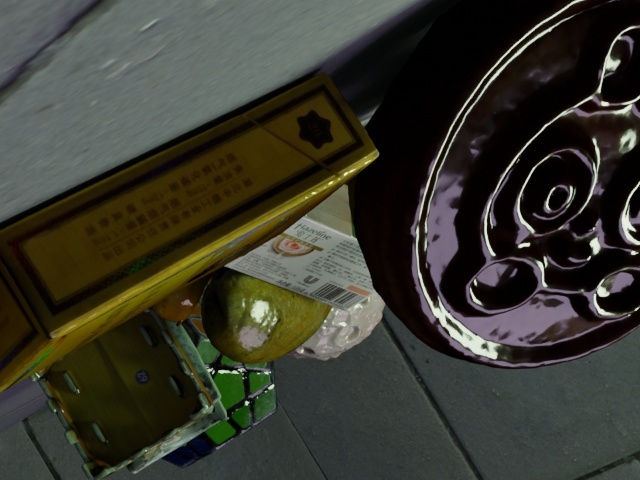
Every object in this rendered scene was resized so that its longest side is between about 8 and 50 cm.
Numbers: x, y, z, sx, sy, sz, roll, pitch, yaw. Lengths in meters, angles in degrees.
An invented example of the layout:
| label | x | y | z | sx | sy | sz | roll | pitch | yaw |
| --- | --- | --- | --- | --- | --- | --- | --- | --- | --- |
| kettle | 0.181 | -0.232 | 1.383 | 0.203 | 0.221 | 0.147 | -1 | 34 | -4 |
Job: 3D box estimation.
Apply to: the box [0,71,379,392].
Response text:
| label | x | y | z | sx | sy | sz | roll | pitch | yaw |
| --- | --- | --- | --- | --- | --- | --- | --- | --- | --- |
| box | -0.123 | -0.004 | 0.965 | 0.301 | 0.084 | 0.193 | -30 | 178 | -33 |

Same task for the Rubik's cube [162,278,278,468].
| label | x | y | z | sx | sy | sz | roll | pitch | yaw |
| --- | --- | --- | --- | --- | --- | --- | --- | --- | --- |
| Rubik's cube | -0.206 | 0.204 | 2.064 | 0.319 | 0.319 | 0.264 | -35 | -157 | 51 |

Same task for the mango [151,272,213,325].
| label | x | y | z | sx | sy | sz | roll | pitch | yaw |
| --- | --- | --- | --- | --- | --- | --- | --- | --- | --- |
| mango | -0.177 | 0.056 | 1.651 | 0.101 | 0.066 | 0.187 | -59 | 179 | -3 |

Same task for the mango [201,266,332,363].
| label | x | y | z | sx | sy | sz | roll | pitch | yaw |
| --- | --- | --- | --- | --- | --- | --- | --- | --- | --- |
| mango | -0.060 | 0.059 | 1.645 | 0.176 | 0.176 | 0.329 | -28 | -162 | 19 |

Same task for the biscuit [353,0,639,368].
| label | x | y | z | sx | sy | sz | roll | pitch | yaw |
| --- | --- | --- | --- | --- | --- | --- | --- | --- | --- |
| biscuit | 0.224 | -0.059 | 1.105 | 0.407 | 0.407 | 0.091 | -32 | -141 | -7 |

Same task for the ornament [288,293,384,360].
| label | x | y | z | sx | sy | sz | roll | pitch | yaw |
| --- | --- | --- | --- | --- | --- | --- | --- | --- | --- |
| ornament | -0.009 | 0.079 | 2.240 | 0.259 | 0.259 | 0.225 | -31 | -177 | -25 |

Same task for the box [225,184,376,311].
| label | x | y | z | sx | sy | sz | roll | pitch | yaw |
| --- | --- | --- | --- | --- | --- | --- | --- | --- | --- |
| box | 0.000 | 0.000 | 1.508 | 0.199 | 0.081 | 0.135 | 21 | 140 | -37 |

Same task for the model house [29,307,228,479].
| label | x | y | z | sx | sy | sz | roll | pitch | yaw |
| --- | --- | --- | --- | --- | --- | --- | --- | --- | --- |
| model house | -0.255 | 0.194 | 1.740 | 0.198 | 0.224 | 0.215 | -33 | 177 | 3 |

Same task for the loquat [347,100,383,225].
| label | x | y | z | sx | sy | sz | roll | pitch | yaw |
| --- | --- | --- | --- | --- | --- | --- | --- | --- | --- |
| loquat | 0.167 | -0.076 | 1.302 | 0.276 | 0.276 | 0.284 | -30 | 159 | -40 |

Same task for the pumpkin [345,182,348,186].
| label | x | y | z | sx | sy | sz | roll | pitch | yaw |
| --- | --- | --- | --- | --- | --- | --- | --- | --- | --- |
| pumpkin | 0.113 | -0.081 | 1.608 | 0.279 | 0.111 | 0.163 | -32 | 161 | 22 |
